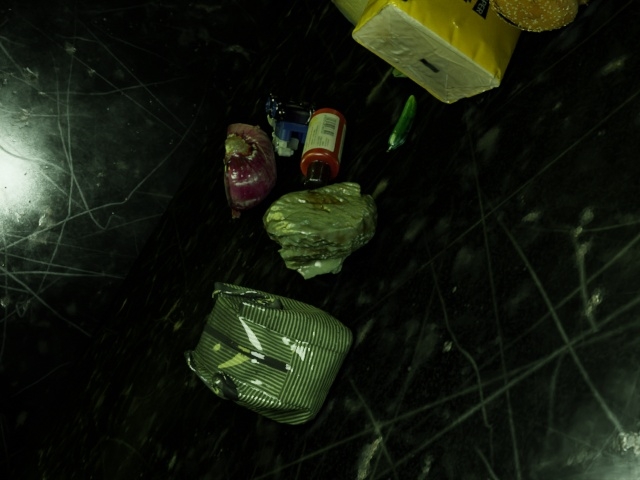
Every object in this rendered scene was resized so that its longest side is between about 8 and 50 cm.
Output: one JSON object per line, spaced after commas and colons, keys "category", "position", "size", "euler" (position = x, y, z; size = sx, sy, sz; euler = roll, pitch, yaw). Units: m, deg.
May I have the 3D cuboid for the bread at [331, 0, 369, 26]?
{"category": "bread", "position": [0.075, -0.715, 2.222], "size": [0.242, 0.346, 0.405], "euler": [-39, 13, 26]}

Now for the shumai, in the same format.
{"category": "shumai", "position": [0.000, -0.002, 1.764], "size": [0.189, 0.255, 0.218], "euler": [59, 149, 39]}

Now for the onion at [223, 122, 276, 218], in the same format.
{"category": "onion", "position": [-0.214, -0.198, 2.536], "size": [0.349, 0.159, 0.267], "euler": [91, -179, -57]}

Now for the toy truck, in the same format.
{"category": "toy truck", "position": [-0.093, -0.353, 2.504], "size": [0.213, 0.161, 0.177], "euler": [-129, 49, -68]}

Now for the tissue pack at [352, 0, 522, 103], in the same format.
{"category": "tissue pack", "position": [0.287, -0.531, 1.700], "size": [0.382, 0.293, 0.228], "euler": [-65, 18, -18]}

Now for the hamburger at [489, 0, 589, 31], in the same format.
{"category": "hamburger", "position": [0.412, -0.469, 1.510], "size": [0.190, 0.182, 0.118], "euler": [15, 83, 24]}

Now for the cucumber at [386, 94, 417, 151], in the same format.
{"category": "cucumber", "position": [0.196, -0.269, 1.880], "size": [0.039, 0.039, 0.168], "euler": [-20, 41, 58]}

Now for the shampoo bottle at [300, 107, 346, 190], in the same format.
{"category": "shampoo bottle", "position": [0.005, -0.230, 2.147], "size": [0.104, 0.104, 0.278], "euler": [-39, 28, 39]}

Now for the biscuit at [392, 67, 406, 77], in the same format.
{"category": "biscuit", "position": [0.291, -0.547, 2.051], "size": [0.322, 0.038, 0.099], "euler": [-57, 18, 4]}

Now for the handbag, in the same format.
{"category": "handbag", "position": [-0.119, 0.219, 1.637], "size": [0.247, 0.240, 0.340], "euler": [-65, 23, -5]}
